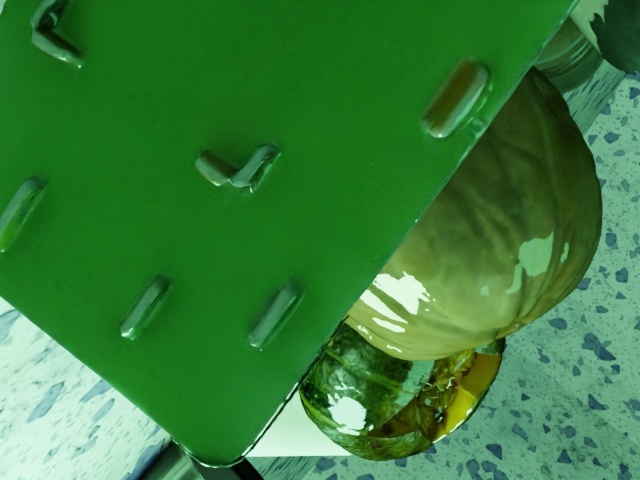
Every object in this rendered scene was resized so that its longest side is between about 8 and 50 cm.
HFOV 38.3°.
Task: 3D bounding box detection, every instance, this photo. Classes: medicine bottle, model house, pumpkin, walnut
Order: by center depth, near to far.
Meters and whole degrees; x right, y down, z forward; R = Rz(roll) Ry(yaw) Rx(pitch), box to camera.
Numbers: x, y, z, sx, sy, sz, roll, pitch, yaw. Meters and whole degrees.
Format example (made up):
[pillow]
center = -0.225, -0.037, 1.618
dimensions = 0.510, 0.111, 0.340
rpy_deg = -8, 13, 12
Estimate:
[model house]
center = -0.009, -0.084, 0.557
dimensions = 0.357, 0.242, 0.313
rpy_deg = -57, 168, 14
[walnut]
center = 0.090, -0.056, 0.795
dimensions = 0.277, 0.313, 0.252
rpy_deg = -25, 156, -10
[pumpkin]
center = 0.081, 0.119, 0.971
dimensions = 0.238, 0.159, 0.238
rpy_deg = -23, 134, -26
[medicine bottle]
center = 0.269, -0.265, 1.120
dimensions = 0.151, 0.151, 0.322
rpy_deg = -54, 166, 13

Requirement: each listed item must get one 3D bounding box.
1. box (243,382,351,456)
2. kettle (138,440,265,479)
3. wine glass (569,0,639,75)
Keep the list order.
[box]
center = 0.036, 0.123, 1.206
dimensions = 0.225, 0.143, 0.341
rpy_deg = -16, -163, 48
[kettle]
center = -0.214, 0.404, 1.304
dimensions = 0.271, 0.251, 0.207
rpy_deg = -43, 135, -7
[wine glass]
center = 0.225, -0.277, 0.562
dimensions = 0.238, 0.323, 0.238
rpy_deg = -8, 162, -3
